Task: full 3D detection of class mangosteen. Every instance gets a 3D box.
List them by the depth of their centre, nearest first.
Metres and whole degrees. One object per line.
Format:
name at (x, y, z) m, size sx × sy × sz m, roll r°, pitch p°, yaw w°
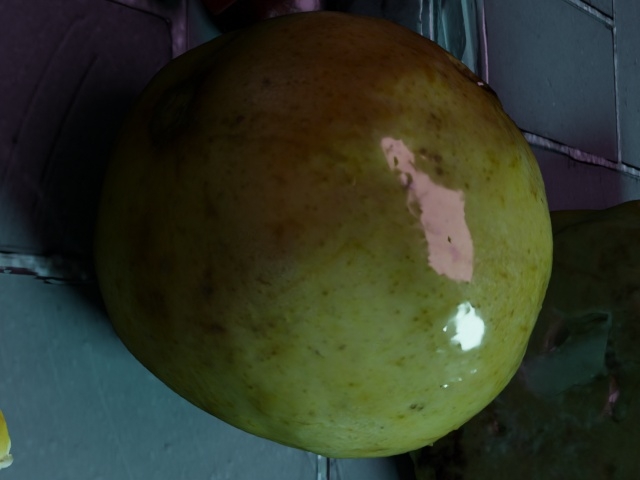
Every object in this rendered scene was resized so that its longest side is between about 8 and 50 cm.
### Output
mangosteen at (-0.027, -0.154, 0.922) m, size 0.081 × 0.081 × 0.081 m, roll 12°, pitch 76°, yaw -58°

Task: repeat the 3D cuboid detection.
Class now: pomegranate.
pomegranate at (0.000, 0.000, 0.782) m, size 0.260 × 0.260 × 0.260 m, roll 12°, pitch 76°, yaw -58°

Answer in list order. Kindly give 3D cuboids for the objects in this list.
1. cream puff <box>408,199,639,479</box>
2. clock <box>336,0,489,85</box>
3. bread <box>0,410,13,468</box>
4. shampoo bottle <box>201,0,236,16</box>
cream puff at (0.243, 0.141, 1.105) m, size 0.257 × 0.291 × 0.325 m, roll 25°, pitch 70°, yaw -49°
clock at (0.076, -0.141, 1.027) m, size 0.312 × 0.061 × 0.313 m, roll -2°, pitch 90°, yaw -75°
bread at (-0.211, 0.040, 0.601) m, size 0.125 × 0.068 × 0.188 m, roll -36°, pitch 117°, yaw -55°
shampoo bottle at (0.011, -0.250, 0.848) m, size 0.064 × 0.260 × 0.102 m, roll 53°, pitch -1°, yaw 45°
